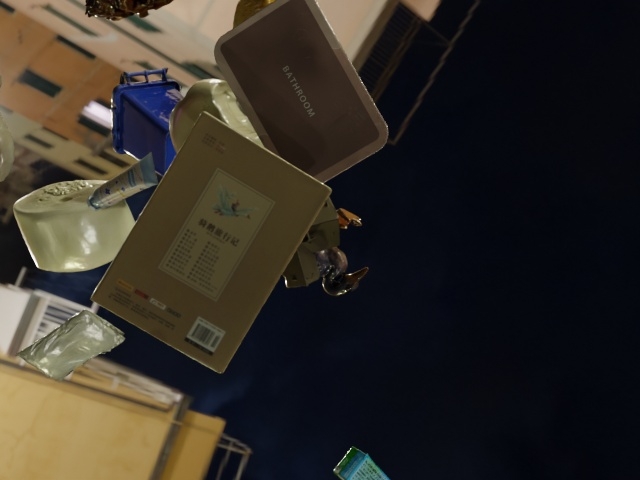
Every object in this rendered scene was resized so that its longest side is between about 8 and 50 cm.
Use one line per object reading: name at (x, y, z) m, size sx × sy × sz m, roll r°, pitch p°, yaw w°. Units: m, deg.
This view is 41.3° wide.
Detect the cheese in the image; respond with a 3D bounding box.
cheese at (-0.138, -0.137, 1.428) m, size 0.286 × 0.082 × 0.163 m, roll 47°, pitch -60°, yaw 13°

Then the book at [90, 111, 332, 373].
book at (-0.153, 0.004, 1.205) m, size 0.310 × 0.217 × 0.021 m, roll -59°, pitch -173°, yaw 0°

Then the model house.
model house at (-0.058, 0.001, 1.875) m, size 0.243 × 0.211 × 0.204 m, roll -155°, pitch -132°, yaw -81°

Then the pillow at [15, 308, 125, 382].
pillow at (-0.620, 0.264, 2.114) m, size 0.230 × 0.148 × 0.050 m, roll -34°, pitch -145°, yaw 10°

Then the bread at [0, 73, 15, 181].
bread at (-0.460, -0.159, 1.019) m, size 0.183 × 0.102 × 0.337 m, roll 6°, pitch -66°, yaw 19°

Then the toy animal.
toy animal at (0.000, 0.000, 2.107) m, size 0.298 × 0.122 × 0.185 m, roll 38°, pitch -67°, yaw 20°

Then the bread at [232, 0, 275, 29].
bread at (-0.131, -0.416, 1.759) m, size 0.114 × 0.083 × 0.211 m, roll -10°, pitch -113°, yaw 42°

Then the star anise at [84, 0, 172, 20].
star anise at (-0.348, -0.501, 1.583) m, size 0.237 × 0.346 × 0.148 m, roll -22°, pitch -94°, yaw -1°

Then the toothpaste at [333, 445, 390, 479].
toothpaste at (0.125, 0.503, 1.645) m, size 0.065 × 0.266 × 0.050 m, roll -48°, pitch -148°, yaw -16°

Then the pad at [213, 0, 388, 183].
pad at (-0.031, -0.218, 1.250) m, size 0.176 × 0.266 × 0.002 m, roll -30°, pitch -178°, yaw 13°

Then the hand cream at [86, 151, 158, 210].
hand cream at (-0.367, -0.101, 1.582) m, size 0.171 × 0.043 × 0.065 m, roll -24°, pitch -107°, yaw 28°

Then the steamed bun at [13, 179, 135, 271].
steamed bun at (-0.543, -0.024, 1.885) m, size 0.250 × 0.200 × 0.155 m, roll -8°, pitch -153°, yaw 10°

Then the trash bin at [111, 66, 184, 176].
trash bin at (-0.326, -0.239, 1.776) m, size 0.234 × 0.162 × 0.184 m, roll 39°, pitch -48°, yaw 41°
